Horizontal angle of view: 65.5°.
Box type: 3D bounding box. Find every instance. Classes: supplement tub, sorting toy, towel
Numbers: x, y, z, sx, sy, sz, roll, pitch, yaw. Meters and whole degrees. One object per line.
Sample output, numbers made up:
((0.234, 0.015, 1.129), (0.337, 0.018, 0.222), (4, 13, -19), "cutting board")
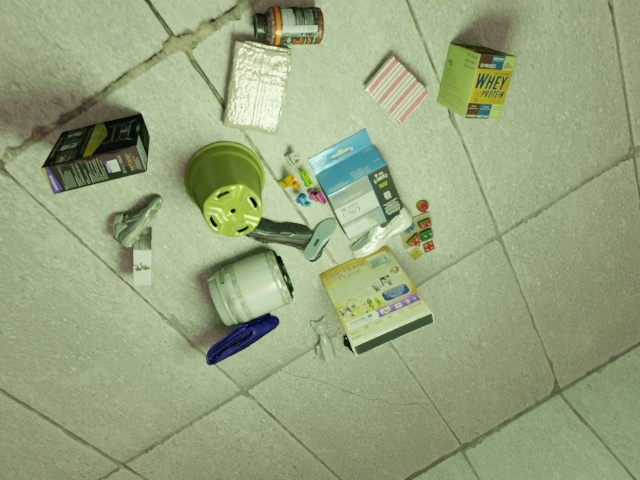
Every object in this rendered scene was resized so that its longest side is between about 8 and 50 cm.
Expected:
((-0.095, -0.630, 1.463), (0.198, 0.106, 0.106), (-6, 122, -13), "supplement tub")
((0.397, -0.026, 2.022), (0.132, 0.046, 0.274), (-22, 125, -4), "sorting toy")
((0.254, -0.503, 1.673), (0.197, 0.029, 0.144), (35, 106, -28), "towel")
((-0.298, 0.370, 1.925), (0.228, 0.308, 0.076), (-35, 81, 11), "towel")
((-0.199, -0.478, 1.559), (0.187, 0.049, 0.282), (5, 119, -19), "towel")

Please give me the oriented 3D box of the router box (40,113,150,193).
((-0.617, -0.254, 1.404), (0.243, 0.308, 0.081), (-15, 122, -7), "router box")

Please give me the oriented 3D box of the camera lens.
((-0.249, 0.171, 1.833), (0.274, 0.219, 0.219), (-22, 124, -4), "camera lens")

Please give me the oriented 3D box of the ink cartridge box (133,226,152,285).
((-0.613, 0.053, 1.716), (0.062, 0.104, 0.181), (1, 119, -19), "ink cartridge box")

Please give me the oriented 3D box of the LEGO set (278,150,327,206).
((-0.086, -0.198, 1.750), (0.087, 0.093, 0.227), (-48, 123, -24), "LEGO set")

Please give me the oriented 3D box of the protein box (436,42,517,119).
((0.513, -0.531, 1.657), (0.136, 0.199, 0.201), (-2, 120, -17), "protein box")

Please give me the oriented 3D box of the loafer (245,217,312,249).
((-0.178, -0.016, 1.815), (0.303, 0.109, 0.095), (7, 122, -24), "loafer")

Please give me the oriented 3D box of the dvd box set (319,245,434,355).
((0.196, 0.211, 1.877), (0.308, 0.420, 0.062), (-23, 127, -4), "dvd box set")

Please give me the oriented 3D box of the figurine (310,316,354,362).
((0.070, 0.405, 2.167), (0.215, 0.092, 0.209), (-15, 116, -7), "figurine")

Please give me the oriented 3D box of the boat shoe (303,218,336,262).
((0.000, 0.000, 1.909), (0.183, 0.065, 0.083), (-54, 166, -6), "boat shoe")

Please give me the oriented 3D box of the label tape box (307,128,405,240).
((0.134, -0.194, 1.801), (0.241, 0.106, 0.333), (-29, 125, 0), "label tape box")

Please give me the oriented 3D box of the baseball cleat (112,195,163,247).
((-0.616, -0.080, 1.655), (0.109, 0.072, 0.205), (34, 84, 4), "baseball cleat")

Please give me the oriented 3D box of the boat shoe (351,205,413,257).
((0.223, -0.040, 1.934), (0.277, 0.098, 0.096), (-37, 118, 1), "boat shoe")

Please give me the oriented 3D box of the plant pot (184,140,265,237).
((-0.293, -0.147, 1.605), (0.276, 0.254, 0.276), (-8, 122, -13), "plant pot")

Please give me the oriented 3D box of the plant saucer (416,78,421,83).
((0.296, -0.503, 1.713), (0.120, 0.021, 0.119), (-8, 123, -12), "plant saucer")
